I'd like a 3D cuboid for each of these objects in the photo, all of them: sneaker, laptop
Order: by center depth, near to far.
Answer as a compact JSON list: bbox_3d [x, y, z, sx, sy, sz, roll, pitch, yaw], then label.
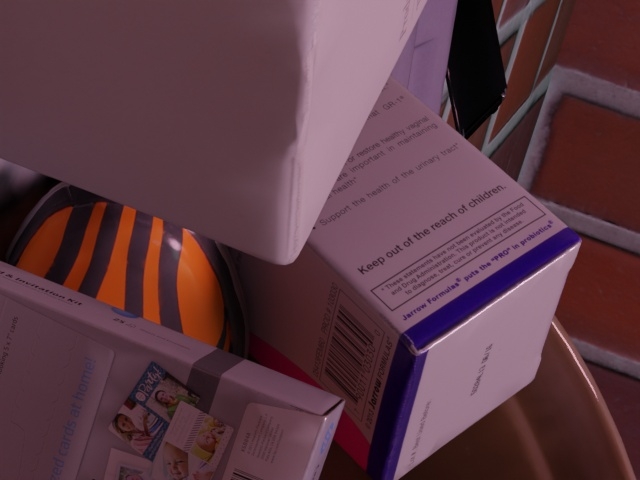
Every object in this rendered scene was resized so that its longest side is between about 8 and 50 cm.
[{"bbox_3d":[-0.110,0.136,0.810,0.180,0.124,0.321,-84,-175,-55],"label":"sneaker"},{"bbox_3d":[0.089,-0.138,1.692,0.264,0.136,0.234,-46,178,23],"label":"laptop"}]

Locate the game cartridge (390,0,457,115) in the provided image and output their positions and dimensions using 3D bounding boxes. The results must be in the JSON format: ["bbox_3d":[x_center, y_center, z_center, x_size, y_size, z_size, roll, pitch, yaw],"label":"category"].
[{"bbox_3d":[0.024,-0.089,1.156,0.230,0.068,0.355,-39,141,-60],"label":"game cartridge"}]

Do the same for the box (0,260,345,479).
[{"bbox_3d":[-0.100,0.100,0.720,0.038,0.186,0.145,-25,134,-75],"label":"box"}]

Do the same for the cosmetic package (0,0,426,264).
[{"bbox_3d":[0.010,-0.246,0.702,0.230,0.161,0.453,95,18,-58],"label":"cosmetic package"}]

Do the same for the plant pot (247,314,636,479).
[{"bbox_3d":[0.007,0.185,1.040,0.323,0.280,0.323,40,37,-39],"label":"plant pot"}]

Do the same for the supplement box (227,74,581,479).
[{"bbox_3d":[0.002,-0.009,0.853,0.114,0.220,0.111,-32,151,-30],"label":"supplement box"}]
